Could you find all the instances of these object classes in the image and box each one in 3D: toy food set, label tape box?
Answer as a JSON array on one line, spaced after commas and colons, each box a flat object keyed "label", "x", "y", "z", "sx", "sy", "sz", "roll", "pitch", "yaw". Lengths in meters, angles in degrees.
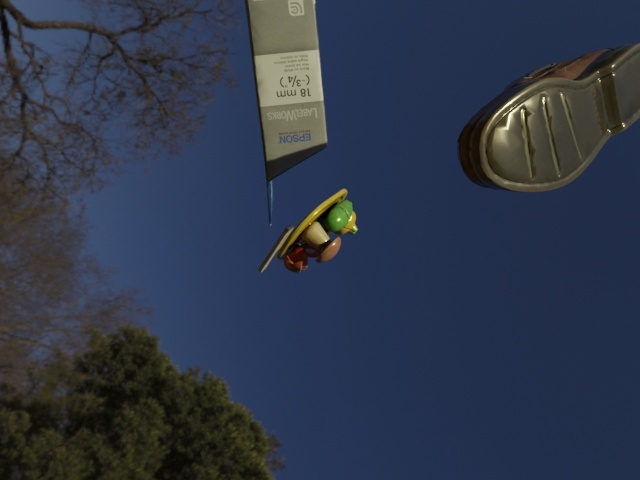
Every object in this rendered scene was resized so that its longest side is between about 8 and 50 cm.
[{"label": "toy food set", "x": 0.000, "y": 0.000, "z": 0.900, "sx": 0.071, "sy": 0.218, "sz": 0.128, "roll": 43, "pitch": -53, "yaw": 6}, {"label": "label tape box", "x": -0.050, "y": -0.215, "z": 0.933, "sx": 0.240, "sy": 0.106, "sz": 0.333, "roll": -104, "pitch": -172, "yaw": -75}]

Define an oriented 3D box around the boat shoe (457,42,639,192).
[{"label": "boat shoe", "x": 0.245, "y": -0.131, "z": 0.624, "sx": 0.104, "sy": 0.307, "sz": 0.110, "roll": 12, "pitch": -58, "yaw": 55}]
